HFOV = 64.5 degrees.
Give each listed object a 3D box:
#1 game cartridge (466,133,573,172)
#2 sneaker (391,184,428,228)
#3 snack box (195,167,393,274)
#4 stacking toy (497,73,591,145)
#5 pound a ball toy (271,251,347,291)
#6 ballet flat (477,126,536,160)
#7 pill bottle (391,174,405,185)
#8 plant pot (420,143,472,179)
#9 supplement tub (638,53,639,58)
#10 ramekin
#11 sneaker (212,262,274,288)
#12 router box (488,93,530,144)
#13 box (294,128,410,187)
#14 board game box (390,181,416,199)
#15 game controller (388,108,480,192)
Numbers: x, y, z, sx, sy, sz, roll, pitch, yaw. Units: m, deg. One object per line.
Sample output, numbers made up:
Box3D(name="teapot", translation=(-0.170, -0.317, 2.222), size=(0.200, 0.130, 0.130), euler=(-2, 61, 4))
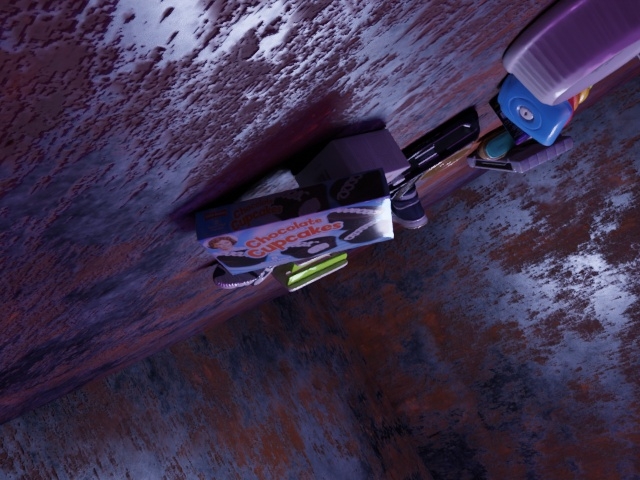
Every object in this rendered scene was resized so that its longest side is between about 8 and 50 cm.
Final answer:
Box3D(name="game cartridge", translation=(0.736, -0.334, 1.903), size=(0.230, 0.068, 0.355), euler=(-30, -163, -6))
Box3D(name="sneaker", translation=(0.246, -0.142, 1.709), size=(0.099, 0.153, 0.282), euler=(-31, -156, -16))
Box3D(name="snack box", translation=(-0.035, -0.025, 0.902), size=(0.322, 0.060, 0.187), euler=(-13, 157, 5))
Box3D(name="stacking toy", translation=(0.572, -0.383, 1.158), size=(0.302, 0.165, 0.175), euler=(-41, 162, -6))
Box3D(name="pound a ball toy", translation=(0.000, 0.000, 1.620), size=(0.319, 0.136, 0.208), euler=(-24, 145, -39))
Box3D(name="ballet flat", translation=(0.711, -0.387, 1.825), size=(0.342, 0.116, 0.124), euler=(-30, -167, -3))
Box3D(name="pill bottle", translation=(0.154, -0.166, 1.135), size=(0.043, 0.083, 0.043), euler=(-29, 173, -4))
Box3D(name="plant pot", translation=(0.409, -0.265, 1.690), size=(0.236, 0.032, 0.236), euler=(-30, 173, -4))
Box3D(name="supplement tub", translation=(0.859, -0.494, 1.092), size=(0.325, 0.235, 0.235), euler=(-36, 171, 35))
Box3D(name="ramekin", translation=(0.489, -0.364, 0.936), size=(0.273, 0.127, 0.273), euler=(-29, 173, -4))
Box3D(name="sneaker", translation=(-0.210, 0.091, 1.397), size=(0.235, 0.094, 0.153), euler=(-37, 171, -42))
Box3D(name="router box", translation=(0.527, -0.329, 1.314), size=(0.179, 0.133, 0.046), euler=(-24, 170, -40))
Box3D(name="box", translation=(0.062, -0.131, 0.968), size=(0.170, 0.091, 0.130), euler=(-22, 169, -44))
Box3D(name="board game box", translation=(0.272, -0.192, 1.495), size=(0.186, 0.026, 0.126), euler=(-47, 168, 19))
Box3D(name="game controller", translation=(0.271, -0.230, 1.328), size=(0.319, 0.067, 0.166), euler=(-32, 158, 13))
